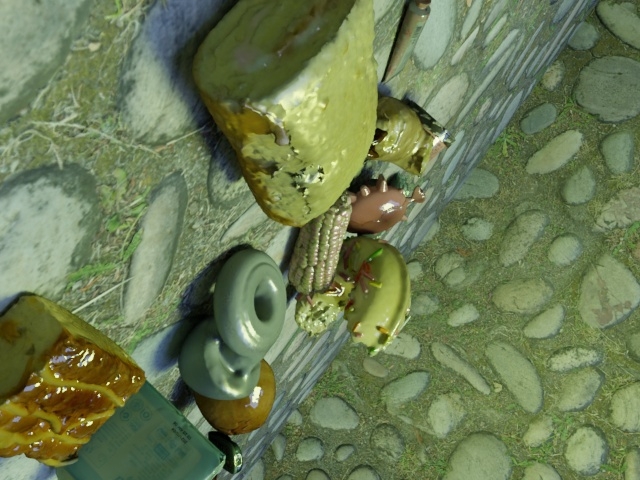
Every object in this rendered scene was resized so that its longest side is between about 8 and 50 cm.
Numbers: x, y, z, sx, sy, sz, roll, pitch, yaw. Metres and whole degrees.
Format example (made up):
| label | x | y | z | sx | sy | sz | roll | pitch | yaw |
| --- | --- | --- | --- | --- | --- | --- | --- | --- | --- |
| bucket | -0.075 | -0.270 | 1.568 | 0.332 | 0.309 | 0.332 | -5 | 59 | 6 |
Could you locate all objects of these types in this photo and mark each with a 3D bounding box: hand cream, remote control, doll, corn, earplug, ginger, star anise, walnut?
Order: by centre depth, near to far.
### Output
| label | x | y | z | sx | sy | sz | roll | pitch | yaw |
| --- | --- | --- | --- | --- | --- | --- | --- | --- | --- |
| star anise | 0.059 | -0.191 | 1.147 | 0.168 | 0.057 | 0.168 | -17 | 148 | -11 |
| hand cream | 0.171 | -0.394 | 1.155 | 0.067 | 0.043 | 0.209 | -42 | 167 | -28 |
| earplug | -0.175 | 0.173 | 1.181 | 0.214 | 0.175 | 0.325 | -8 | 124 | -63 |
| ginger | 0.165 | -0.234 | 1.290 | 0.267 | 0.152 | 0.138 | 15 | 114 | -49 |
| corn | -0.002 | 0.001 | 1.381 | 0.126 | 0.127 | 0.335 | -40 | 156 | -39 |
| remote control | -0.235 | 0.508 | 1.416 | 0.042 | 0.072 | 0.222 | -6 | 177 | -25 |
| walnut | -0.203 | 0.379 | 1.437 | 0.203 | 0.203 | 0.298 | -47 | 151 | -22 |
| doll | 0.153 | -0.084 | 1.546 | 0.262 | 0.093 | 0.211 | -21 | 142 | 2 |

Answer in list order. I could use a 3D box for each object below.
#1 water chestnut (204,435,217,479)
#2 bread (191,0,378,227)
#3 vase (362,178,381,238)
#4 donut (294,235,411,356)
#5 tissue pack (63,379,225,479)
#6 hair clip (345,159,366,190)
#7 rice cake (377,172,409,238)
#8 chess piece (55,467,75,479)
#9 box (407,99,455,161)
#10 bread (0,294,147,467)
| label | x | y | z | sx | sy | sz | roll | pitch | yaw |
| --- | --- | --- | --- | --- | --- | --- | --- | --- | --- |
| water chestnut | -0.359 | 0.524 | 1.367 | 0.224 | 0.238 | 0.223 | -9 | 165 | -2 |
| bread | -0.030 | -0.174 | 0.808 | 0.236 | 0.165 | 0.375 | -54 | 165 | -14 |
| vase | 0.148 | -0.094 | 1.677 | 0.086 | 0.086 | 0.214 | -46 | 159 | -23 |
| donut | 0.084 | 0.128 | 1.544 | 0.371 | 0.150 | 0.307 | 5 | -112 | 56 |
| tissue pack | -0.303 | 0.327 | 0.928 | 0.177 | 0.263 | 0.089 | -43 | 165 | -29 |
| hair clip | 0.086 | -0.171 | 1.399 | 0.188 | 0.033 | 0.060 | -55 | 167 | -3 |
| rice cake | 0.206 | -0.098 | 1.823 | 0.211 | 0.038 | 0.124 | -57 | -165 | 26 |
| chess piece | -0.383 | 0.404 | 1.145 | 0.133 | 0.133 | 0.243 | -57 | 169 | 15 |
| box | 0.240 | -0.253 | 1.468 | 0.135 | 0.151 | 0.151 | -49 | 166 | 14 |
| bread | -0.356 | 0.197 | 0.773 | 0.185 | 0.114 | 0.274 | -49 | 162 | -17 |
